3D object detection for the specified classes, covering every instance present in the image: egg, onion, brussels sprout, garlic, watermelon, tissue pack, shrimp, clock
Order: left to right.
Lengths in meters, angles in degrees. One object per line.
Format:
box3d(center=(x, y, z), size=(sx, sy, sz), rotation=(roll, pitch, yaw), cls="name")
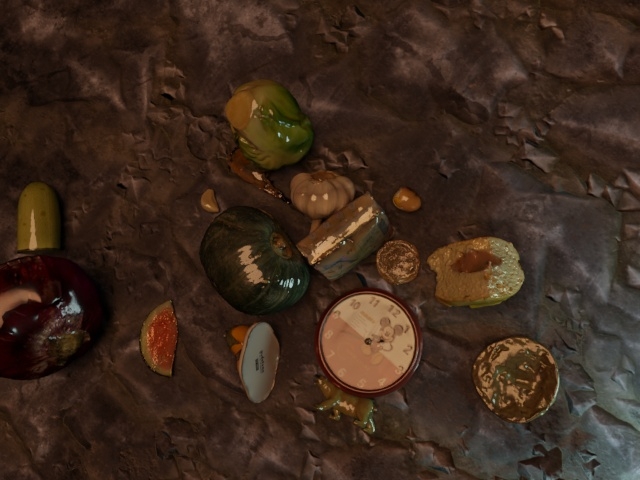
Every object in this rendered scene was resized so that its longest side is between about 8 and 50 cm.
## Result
box3d(center=(-0.907, 0.191, 1.596), size=(0.398, 0.398, 0.420), rotation=(-48, 55, 1), cls="onion")
box3d(center=(-0.514, 0.314, 1.649), size=(0.119, 0.063, 0.245), rotation=(-1, 77, -9), cls="watermelon")
box3d(center=(-0.361, -0.126, 1.681), size=(0.053, 0.041, 0.083), rotation=(-15, 74, 3), cls="garlic")
box3d(center=(-0.181, -0.221, 1.650), size=(0.262, 0.066, 0.117), rotation=(33, 89, 9), cls="shrimp")
box3d(center=(-0.157, -0.348, 1.566), size=(0.227, 0.294, 0.260), rotation=(-44, 61, 19), cls="brussels sprout")
box3d(center=(0.003, -0.092, 1.572), size=(0.199, 0.199, 0.226), rotation=(9, 115, 10), cls="garlic")
box3d(center=(0.084, -0.001, 1.501), size=(0.256, 0.215, 0.123), rotation=(-35, 67, 4), cls="tissue pack")
box3d(center=(0.140, 0.297, 1.524), size=(0.318, 0.080, 0.319), rotation=(-2, 76, 7), cls="clock")
box3d(center=(0.262, -0.120, 1.559), size=(0.083, 0.071, 0.071), rotation=(38, 91, 9), cls="egg")

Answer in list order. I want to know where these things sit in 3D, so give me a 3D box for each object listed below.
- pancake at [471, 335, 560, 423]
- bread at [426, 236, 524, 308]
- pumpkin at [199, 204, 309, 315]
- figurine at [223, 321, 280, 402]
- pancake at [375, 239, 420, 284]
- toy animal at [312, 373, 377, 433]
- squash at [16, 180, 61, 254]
box3d(center=(0.546, 0.387, 1.465), size=(0.241, 0.050, 0.242), rotation=(-4, 77, 16), cls="pancake")
box3d(center=(0.463, 0.098, 1.498), size=(0.211, 0.224, 0.184), rotation=(4, 74, -32), cls="bread")
box3d(center=(-0.191, 0.058, 1.509), size=(0.257, 0.291, 0.328), rotation=(-35, 68, 25), cls="pumpkin")
box3d(center=(-0.227, 0.352, 1.566), size=(0.141, 0.166, 0.250), rotation=(9, 98, 33), cls="figurine")
box3d(center=(0.234, 0.064, 1.566), size=(0.139, 0.022, 0.140), rotation=(-1, 82, 10), cls="pancake")
box3d(center=(0.068, 0.476, 1.520), size=(0.218, 0.103, 0.101), rotation=(18, 67, 13), cls="toy animal")
box3d(center=(-0.937, -0.080, 1.725), size=(0.132, 0.132, 0.247), rotation=(-7, 83, 9), cls="squash")
